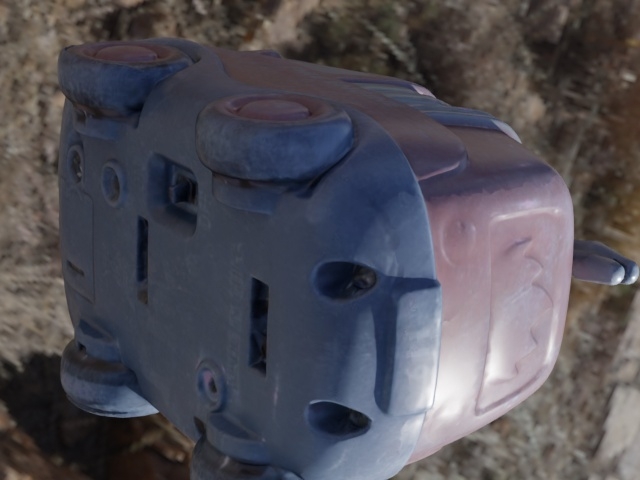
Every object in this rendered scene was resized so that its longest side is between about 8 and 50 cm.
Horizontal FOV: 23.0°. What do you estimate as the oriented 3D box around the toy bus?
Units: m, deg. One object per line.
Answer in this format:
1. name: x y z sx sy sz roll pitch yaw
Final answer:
1. toy bus: 0.000 0.000 0.825 0.232 0.294 0.197 -11 112 -34
